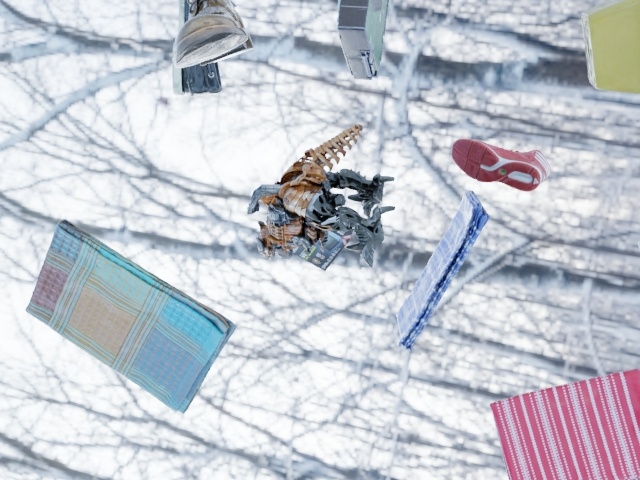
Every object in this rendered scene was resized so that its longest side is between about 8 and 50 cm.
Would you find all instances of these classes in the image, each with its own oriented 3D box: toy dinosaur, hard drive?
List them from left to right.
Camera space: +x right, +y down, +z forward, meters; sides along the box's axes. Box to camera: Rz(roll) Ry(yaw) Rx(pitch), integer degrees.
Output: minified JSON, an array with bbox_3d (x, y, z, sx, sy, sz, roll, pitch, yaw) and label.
[{"bbox_3d":[0.000,-0.061,1.682,0.322,0.219,0.164,136,148,-64],"label":"toy dinosaur"},{"bbox_3d":[0.095,-0.520,2.027,0.237,0.064,0.338,56,-140,-72],"label":"hard drive"}]

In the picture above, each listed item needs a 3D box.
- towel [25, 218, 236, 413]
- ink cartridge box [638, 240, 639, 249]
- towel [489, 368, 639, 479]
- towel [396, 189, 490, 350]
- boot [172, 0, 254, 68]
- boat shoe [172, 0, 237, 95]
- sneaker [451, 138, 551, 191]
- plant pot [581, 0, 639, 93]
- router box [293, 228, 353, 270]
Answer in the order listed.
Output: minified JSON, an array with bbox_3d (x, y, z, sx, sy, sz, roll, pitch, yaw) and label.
[{"bbox_3d":[-0.362,0.149,1.881,0.271,0.370,0.040,-59,-2,38],"label":"towel"},{"bbox_3d":[0.773,0.102,2.206,0.160,0.093,0.219,59,-159,-26],"label":"ink cartridge box"},{"bbox_3d":[0.456,0.348,1.795,0.031,0.275,0.198,-43,-62,-83],"label":"towel"},{"bbox_3d":[0.247,0.054,2.140,0.336,0.040,0.243,-61,5,12],"label":"towel"},{"bbox_3d":[-0.167,-0.317,1.466,0.305,0.112,0.115,-86,-22,-80],"label":"boot"},{"bbox_3d":[-0.222,-0.448,1.995,0.127,0.113,0.339,-84,2,-77],"label":"boat shoe"},{"bbox_3d":[0.410,-0.174,2.275,0.128,0.221,0.087,-23,-44,-53],"label":"sneaker"},{"bbox_3d":[0.617,-0.386,1.984,0.212,0.187,0.212,-62,-38,-73],"label":"plant pot"},{"bbox_3d":[0.000,0.000,2.100,0.122,0.092,0.038,-54,10,47],"label":"router box"}]
